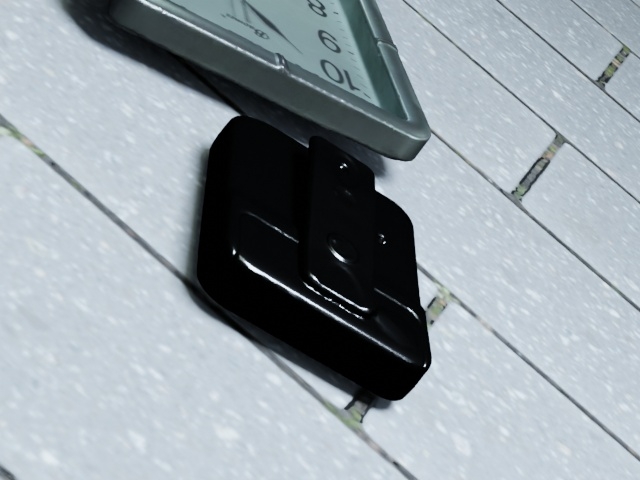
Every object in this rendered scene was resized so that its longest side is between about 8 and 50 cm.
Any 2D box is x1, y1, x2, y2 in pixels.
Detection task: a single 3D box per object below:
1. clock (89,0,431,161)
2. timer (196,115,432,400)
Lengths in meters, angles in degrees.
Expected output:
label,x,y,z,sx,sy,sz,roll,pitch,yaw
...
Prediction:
label,x,y,z,sx,sy,sz,roll,pitch,yaw
clock,-0.061,-0.181,1.140,0.273,0.049,0.279,24,29,-28
timer,0.000,0.000,0.922,0.144,0.055,0.187,30,26,-18
